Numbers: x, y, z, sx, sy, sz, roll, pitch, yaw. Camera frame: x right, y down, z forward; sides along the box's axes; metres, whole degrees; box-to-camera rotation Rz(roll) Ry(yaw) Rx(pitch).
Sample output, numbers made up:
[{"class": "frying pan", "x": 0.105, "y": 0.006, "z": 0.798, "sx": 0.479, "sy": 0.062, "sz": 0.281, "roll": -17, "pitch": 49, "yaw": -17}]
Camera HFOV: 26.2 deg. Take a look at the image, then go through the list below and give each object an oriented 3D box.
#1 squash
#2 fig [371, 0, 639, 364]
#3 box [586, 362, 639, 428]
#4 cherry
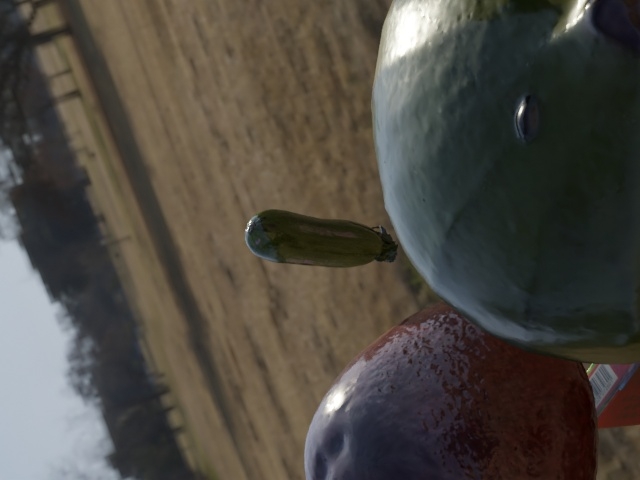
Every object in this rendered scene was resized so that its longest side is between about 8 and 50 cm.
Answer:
[{"class": "squash", "x": 0.000, "y": 0.000, "z": 1.289, "sx": 0.052, "sy": 0.183, "sz": 0.052, "roll": -4, "pitch": 84, "yaw": 46}, {"class": "fig", "x": 0.108, "y": -0.055, "z": 0.532, "sx": 0.203, "sy": 0.203, "sz": 0.225, "roll": 67, "pitch": -172, "yaw": 13}, {"class": "box", "x": 0.335, "y": 0.112, "z": 1.365, "sx": 0.175, "sy": 0.112, "sz": 0.048, "roll": -63, "pitch": 41, "yaw": 36}, {"class": "cherry", "x": 0.117, "y": 0.163, "z": 1.085, "sx": 0.206, "sy": 0.239, "sz": 0.239, "roll": 57, "pitch": 180, "yaw": -37}]
